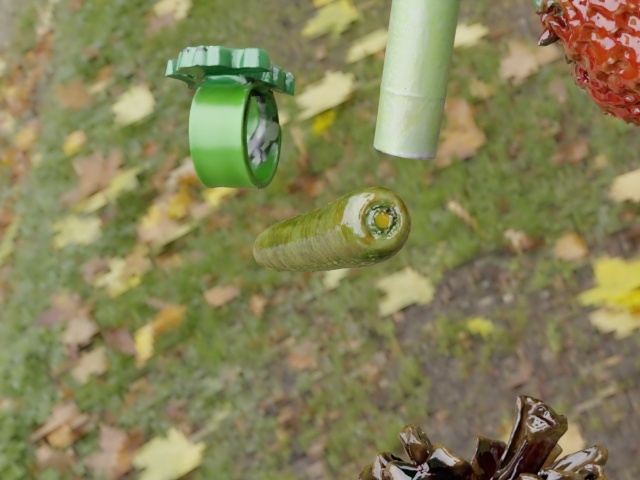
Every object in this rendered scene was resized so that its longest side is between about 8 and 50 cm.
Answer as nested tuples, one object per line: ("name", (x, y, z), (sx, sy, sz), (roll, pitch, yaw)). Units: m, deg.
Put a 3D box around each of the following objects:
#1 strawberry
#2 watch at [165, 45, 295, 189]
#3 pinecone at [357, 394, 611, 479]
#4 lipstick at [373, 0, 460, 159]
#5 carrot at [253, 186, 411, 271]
("strawberry", (0.401, -0.225, 1.779), (0.267, 0.351, 0.312), (-63, 1, 3))
("watch", (-0.109, -0.137, 1.975), (0.131, 0.152, 0.165), (3, -4, 16))
("pinecone", (0.154, 0.324, 1.781), (0.384, 0.384, 0.384), (-18, 33, 12))
("lipstick", (0.109, -0.240, 1.819), (0.076, 0.304, 0.076), (7, 17, -2))
("carrot", (0.000, 0.000, 1.735), (0.074, 0.074, 0.358), (-39, 8, -19))
